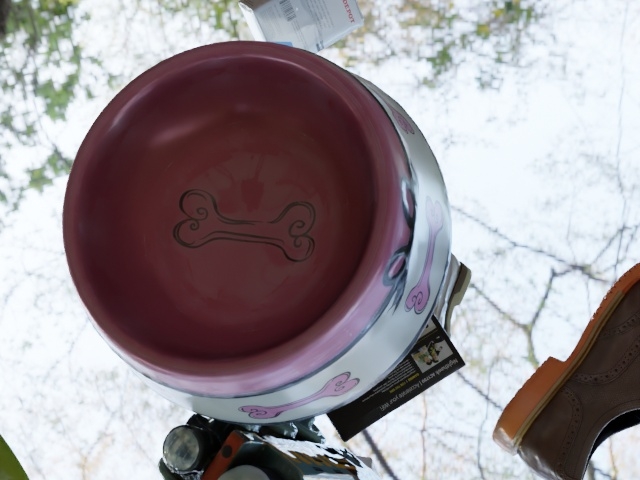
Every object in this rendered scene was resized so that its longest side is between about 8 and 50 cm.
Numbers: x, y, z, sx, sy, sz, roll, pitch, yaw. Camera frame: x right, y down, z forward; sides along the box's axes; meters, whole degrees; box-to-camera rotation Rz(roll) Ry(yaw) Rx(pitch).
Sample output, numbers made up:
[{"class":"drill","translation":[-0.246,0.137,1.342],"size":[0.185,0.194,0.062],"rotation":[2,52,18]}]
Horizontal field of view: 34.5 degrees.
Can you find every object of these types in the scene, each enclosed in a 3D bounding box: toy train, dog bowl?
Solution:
[{"class":"toy train","translation":[-0.046,0.279,1.205],"size":[0.190,0.334,0.142],"rotation":[34,-89,30]},{"class":"dog bowl","translation":[-0.078,-0.021,1.045],"size":[0.407,0.150,0.408],"rotation":[-3,-103,14]}]

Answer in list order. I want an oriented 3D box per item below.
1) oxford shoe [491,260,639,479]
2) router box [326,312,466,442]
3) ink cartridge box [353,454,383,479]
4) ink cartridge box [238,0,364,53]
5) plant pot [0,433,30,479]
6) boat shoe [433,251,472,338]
[{"class":"oxford shoe","translation":[0.370,0.144,1.229],"size":[0.132,0.130,0.364],"rotation":[39,-100,27]},{"class":"router box","translation":[0.068,0.144,1.263],"size":[0.179,0.046,0.133],"rotation":[-31,-97,-4]},{"class":"ink cartridge box","translation":[0.014,0.383,1.496],"size":[0.158,0.218,0.092],"rotation":[5,-122,18]},{"class":"ink cartridge box","translation":[-0.034,-0.421,1.910],"size":[0.190,0.140,0.082],"rotation":[-33,-145,-11]},{"class":"plant pot","translation":[-0.296,0.292,0.719],"size":[0.207,0.228,0.227],"rotation":[43,-150,14]},{"class":"boat shoe","translation":[0.155,0.124,1.689],"size":[0.103,0.113,0.302],"rotation":[41,-137,-14]}]
